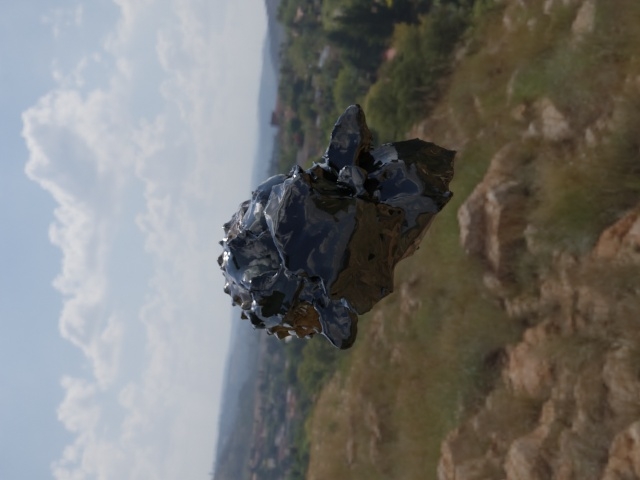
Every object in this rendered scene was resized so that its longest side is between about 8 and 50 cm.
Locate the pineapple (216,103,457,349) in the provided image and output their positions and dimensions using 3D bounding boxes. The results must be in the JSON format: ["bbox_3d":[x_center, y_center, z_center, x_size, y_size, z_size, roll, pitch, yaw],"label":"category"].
[{"bbox_3d":[0.000,0.000,0.457,0.237,0.111,0.119,148,125,-79],"label":"pineapple"}]
